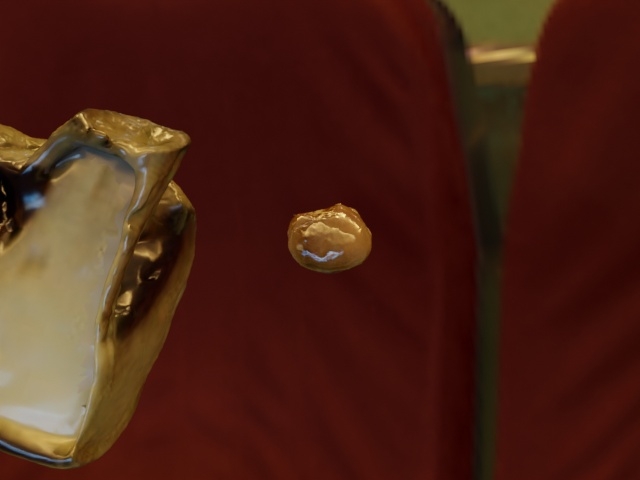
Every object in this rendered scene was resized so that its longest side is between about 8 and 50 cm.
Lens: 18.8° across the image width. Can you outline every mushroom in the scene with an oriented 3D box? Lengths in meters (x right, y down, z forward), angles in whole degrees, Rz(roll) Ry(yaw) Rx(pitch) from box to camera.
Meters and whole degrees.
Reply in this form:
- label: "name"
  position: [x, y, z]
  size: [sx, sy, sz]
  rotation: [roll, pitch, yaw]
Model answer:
- label: "mushroom"
  position: [0.000, 0.000, 2.021]
  size: [0.084, 0.071, 0.209]
  rotation: [-9, 1, -7]
- label: "mushroom"
  position: [-0.235, 0.011, 1.634]
  size: [0.217, 0.292, 0.212]
  rotation: [19, 19, 16]
